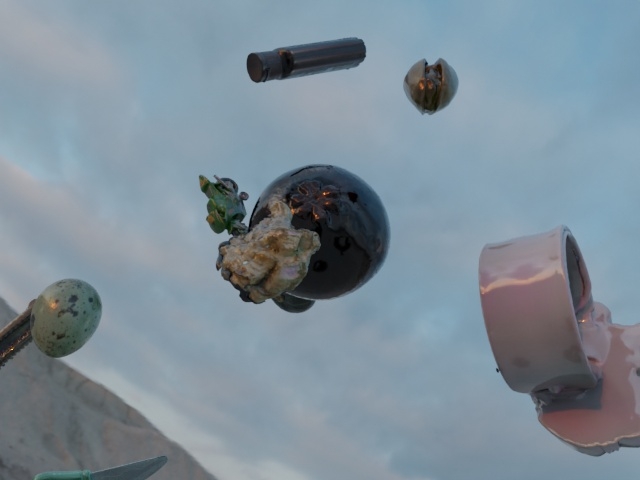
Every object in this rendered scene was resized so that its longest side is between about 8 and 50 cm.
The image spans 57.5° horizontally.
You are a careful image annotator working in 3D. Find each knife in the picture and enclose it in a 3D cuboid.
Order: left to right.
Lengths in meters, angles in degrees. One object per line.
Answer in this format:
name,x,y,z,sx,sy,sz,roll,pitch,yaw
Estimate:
knife,-0.656,0.216,1.182,0.089,0.365,0.043,55,-26,-15
knife,-0.433,0.474,1.152,0.260,0.063,0.034,1,-3,-25

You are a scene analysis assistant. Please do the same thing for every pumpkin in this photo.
pumpkin,-0.080,0.122,1.598,0.167,0.125,0.167,16,-48,18

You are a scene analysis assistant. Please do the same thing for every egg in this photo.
egg,-0.334,0.102,0.766,0.085,0.110,0.085,2,-32,1

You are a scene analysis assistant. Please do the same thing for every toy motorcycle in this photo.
toy motorcycle,-0.224,-0.075,1.358,0.106,0.190,0.074,4,-40,-35

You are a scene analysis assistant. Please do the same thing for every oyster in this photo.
oyster,-0.083,0.004,0.918,0.163,0.191,0.081,-1,-47,-8

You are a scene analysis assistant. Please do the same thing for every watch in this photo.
watch,0.301,0.108,0.717,0.196,0.244,0.231,-14,-57,28

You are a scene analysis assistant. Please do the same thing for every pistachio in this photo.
pistachio,0.209,-0.293,1.115,0.113,0.149,0.113,7,-58,11

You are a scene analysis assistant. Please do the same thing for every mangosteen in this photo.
mangosteen,0.000,0.000,1.276,0.306,0.307,0.347,20,-26,16

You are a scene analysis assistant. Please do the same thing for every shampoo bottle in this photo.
shampoo bottle,-0.037,-0.466,1.507,0.129,0.323,0.084,6,-68,51
